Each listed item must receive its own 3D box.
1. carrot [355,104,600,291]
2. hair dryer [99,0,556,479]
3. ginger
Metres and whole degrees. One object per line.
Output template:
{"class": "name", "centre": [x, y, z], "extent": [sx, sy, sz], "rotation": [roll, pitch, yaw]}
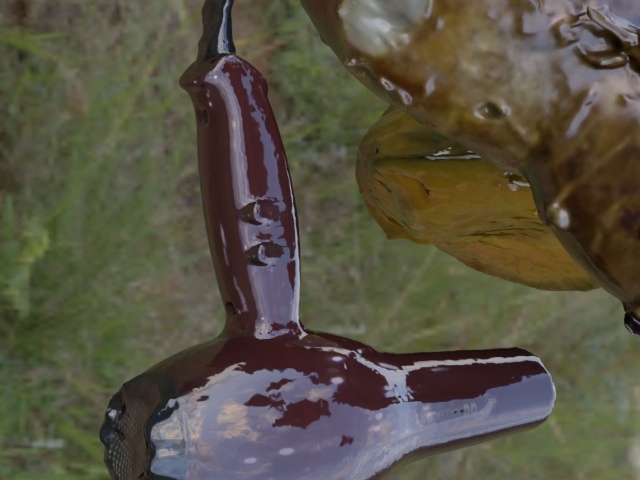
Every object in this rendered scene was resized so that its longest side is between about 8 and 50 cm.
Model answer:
{"class": "carrot", "centre": [0.182, -0.080, 1.294], "extent": [0.340, 0.241, 0.241], "rotation": [-53, 133, -35]}
{"class": "hair dryer", "centre": [0.000, 0.000, 0.968], "extent": [0.312, 0.123, 0.340], "rotation": [-11, 96, -33]}
{"class": "ginger", "centre": [0.161, -0.090, 0.962], "extent": [0.418, 0.176, 0.254], "rotation": [34, 25, -12]}
